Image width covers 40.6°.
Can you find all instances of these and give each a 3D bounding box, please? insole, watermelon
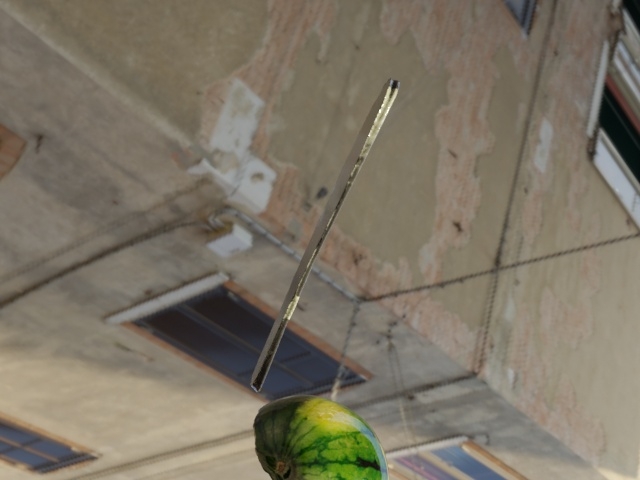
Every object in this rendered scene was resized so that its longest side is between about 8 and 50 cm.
[{"bbox_3d":[0.000,0.000,0.765,0.110,0.012,0.309,-92,-155,-75],"label":"insole"},{"bbox_3d":[0.017,0.280,1.089,0.127,0.232,0.204,-34,-131,9],"label":"watermelon"}]
